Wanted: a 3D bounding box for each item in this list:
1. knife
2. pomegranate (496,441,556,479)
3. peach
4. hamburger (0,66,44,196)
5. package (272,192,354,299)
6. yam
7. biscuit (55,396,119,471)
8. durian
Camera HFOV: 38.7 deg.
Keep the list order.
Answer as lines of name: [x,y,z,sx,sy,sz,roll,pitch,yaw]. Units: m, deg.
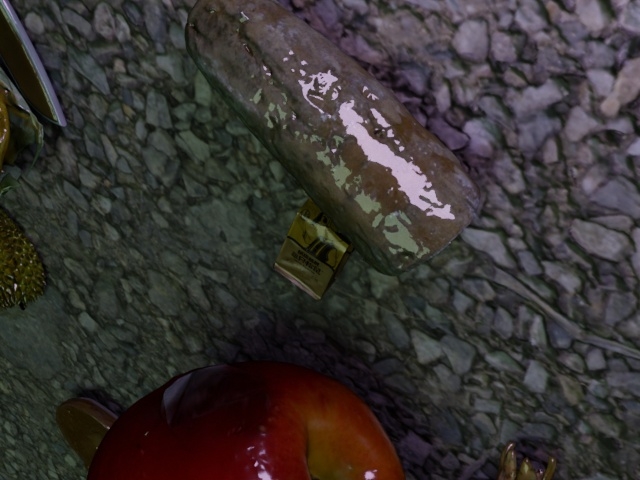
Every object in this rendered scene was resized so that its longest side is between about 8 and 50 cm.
knife: [-0.404,-0.287,1.100,0.061,0.027,0.343,-9,117,38]
pomegranate: [0.219,0.361,1.021,0.198,0.198,0.246,31,117,14]
peach: [-0.094,0.300,1.093,0.406,0.335,0.310,1,127,36]
hamburger: [-0.445,-0.143,1.171,0.276,0.150,0.260,39,127,44]
package: [0.000,0.000,1.001,0.071,0.047,0.131,36,136,13]
yam: [0.001,-0.111,0.857,0.330,0.133,0.133,44,138,5]
biscuit: [-0.359,0.343,1.541,0.181,0.049,0.208,-11,115,42]
durian: [-0.473,0.046,1.397,0.100,0.086,0.215,-129,32,-47]
